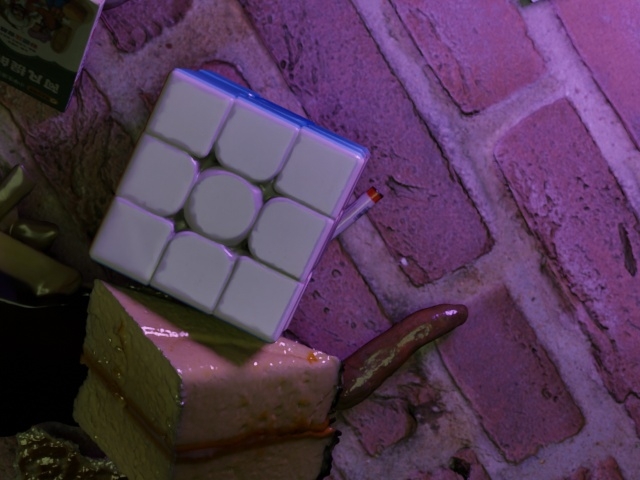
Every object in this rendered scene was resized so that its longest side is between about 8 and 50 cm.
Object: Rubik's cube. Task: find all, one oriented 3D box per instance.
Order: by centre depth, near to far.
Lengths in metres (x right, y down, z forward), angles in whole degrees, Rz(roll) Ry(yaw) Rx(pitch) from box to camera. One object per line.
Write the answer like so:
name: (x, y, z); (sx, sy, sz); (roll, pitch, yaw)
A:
Rubik's cube: (-0.119, -0.057, 1.854); (0.290, 0.292, 0.291); (26, 98, 2)

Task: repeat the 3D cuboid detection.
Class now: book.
book: (-0.428, -0.311, 1.866); (0.202, 0.027, 0.264); (28, 144, -6)

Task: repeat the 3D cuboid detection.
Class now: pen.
pen: (0.000, 0.000, 2.012); (0.239, 0.028, 0.028); (-40, 99, 8)

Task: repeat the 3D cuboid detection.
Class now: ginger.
ginger: (-0.436, 0.094, 1.951); (0.358, 0.211, 0.413); (-2, 135, 4)

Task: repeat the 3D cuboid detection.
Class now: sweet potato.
sweet potato: (0.110, 0.174, 2.029); (0.273, 0.075, 0.075); (-37, 99, 3)

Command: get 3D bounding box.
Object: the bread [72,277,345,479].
bread: (-0.152, 0.222, 1.925); (0.242, 0.405, 0.346); (49, 130, 30)

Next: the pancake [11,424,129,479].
pancake: (-0.387, 0.370, 2.053); (0.266, 0.057, 0.244); (-25, 119, 3)

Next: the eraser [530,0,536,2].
eraser: (0.334, -0.441, 1.919); (0.104, 0.023, 0.150); (-22, 101, 5)

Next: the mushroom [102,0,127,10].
mushroom: (-0.339, -0.440, 1.825); (0.243, 0.243, 0.243); (0, 102, 1)
